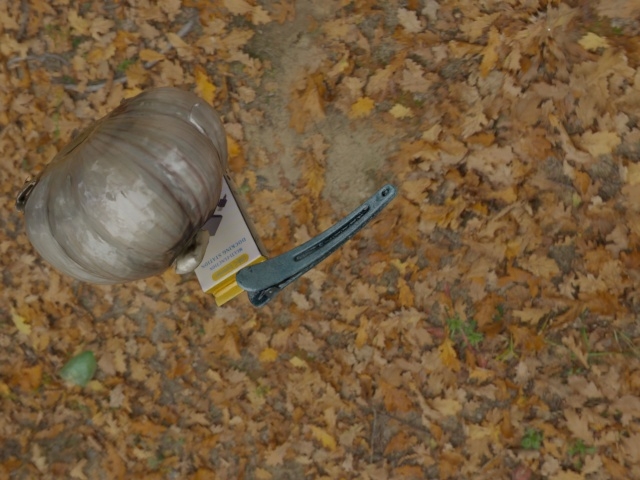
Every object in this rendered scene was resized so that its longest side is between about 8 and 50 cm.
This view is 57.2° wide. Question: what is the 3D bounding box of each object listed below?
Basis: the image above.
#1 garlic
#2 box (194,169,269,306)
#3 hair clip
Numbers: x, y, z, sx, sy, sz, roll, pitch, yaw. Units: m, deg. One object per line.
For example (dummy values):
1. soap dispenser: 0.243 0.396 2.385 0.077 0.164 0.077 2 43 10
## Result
1. garlic: -0.265 -0.080 0.846 0.322 0.241 0.322 -14 60 26
2. box: -0.183 -0.024 1.016 0.129 0.033 0.247 -33 70 14
3. hair clip: 0.000 0.000 0.877 0.275 0.083 0.048 -35 61 -10
